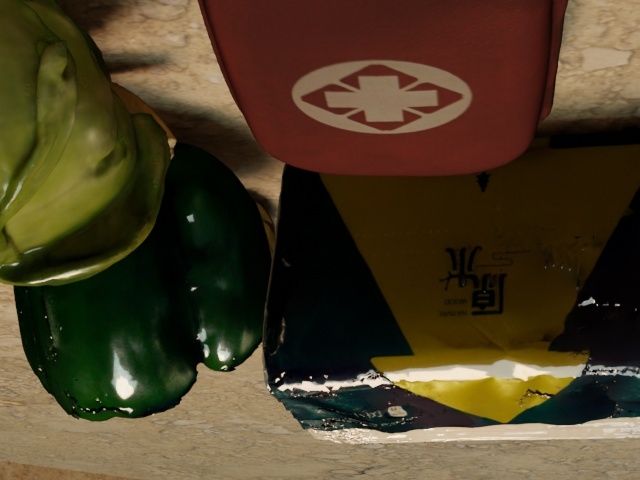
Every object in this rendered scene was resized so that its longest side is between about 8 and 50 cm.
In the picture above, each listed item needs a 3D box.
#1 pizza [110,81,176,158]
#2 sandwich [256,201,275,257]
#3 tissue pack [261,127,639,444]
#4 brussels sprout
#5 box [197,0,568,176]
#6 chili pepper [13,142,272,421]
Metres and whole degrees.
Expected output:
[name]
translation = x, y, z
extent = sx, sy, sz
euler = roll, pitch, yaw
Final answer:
[pizza]
translation = -0.246, -0.092, 1.329
extent = 0.246, 0.127, 0.058
euler = 11, 173, 18
[sandwich]
translation = -0.177, 0.033, 1.747
extent = 0.271, 0.099, 0.301
euler = 1, 161, 5
[tissue pack]
translation = 0.175, 0.053, 1.481
extent = 0.416, 0.264, 0.253
euler = -2, 155, 15
[brussels sprout]
translation = -0.257, -0.092, 1.157
extent = 0.294, 0.227, 0.259
euler = 27, 167, 12
[box]
translation = 0.049, -0.153, 1.128
extent = 0.263, 0.108, 0.404
euler = 0, 161, 6
[chili pepper]
translation = -0.187, 0.031, 1.468
extent = 0.233, 0.257, 0.248
euler = 12, -148, 39
